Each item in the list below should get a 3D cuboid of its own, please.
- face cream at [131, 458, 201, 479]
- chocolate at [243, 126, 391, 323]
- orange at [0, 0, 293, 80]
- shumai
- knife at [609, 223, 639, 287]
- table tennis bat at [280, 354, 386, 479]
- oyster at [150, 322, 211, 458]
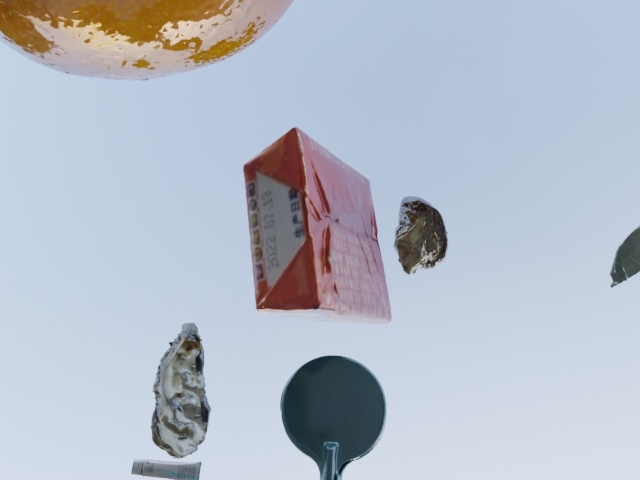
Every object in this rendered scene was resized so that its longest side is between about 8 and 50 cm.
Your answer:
[{"bbox_3d":[-0.259,0.388,0.922,0.115,0.020,0.038,7,-110,-2],"label":"face cream"},{"bbox_3d":[0.000,0.000,0.754,0.107,0.237,0.235,-15,-107,26],"label":"chocolate"},{"bbox_3d":[-0.132,-0.227,0.367,0.260,0.261,0.261,3,-79,13],"label":"orange"},{"bbox_3d":[0.167,-0.012,0.993,0.123,0.105,0.139,36,-57,50],"label":"shumai"},{"bbox_3d":[0.374,-0.038,0.552,0.297,0.017,0.047,-33,-83,-26],"label":"knife"},{"bbox_3d":[0.013,0.221,0.609,0.124,0.201,0.033,3,-38,1],"label":"table tennis bat"},{"bbox_3d":[-0.294,0.307,1.162,0.128,0.345,0.079,27,-61,-25],"label":"oyster"}]
